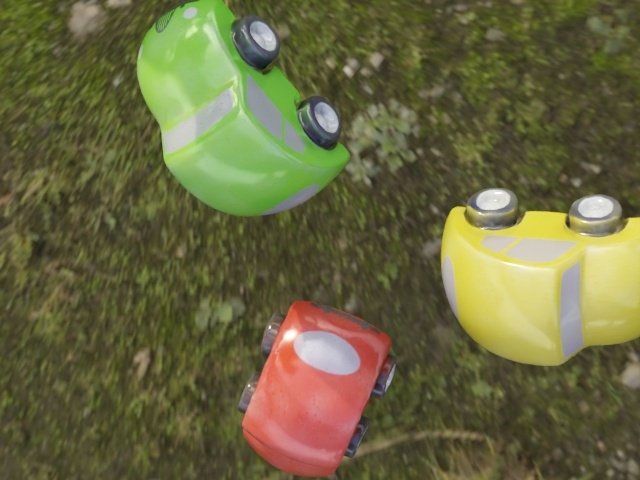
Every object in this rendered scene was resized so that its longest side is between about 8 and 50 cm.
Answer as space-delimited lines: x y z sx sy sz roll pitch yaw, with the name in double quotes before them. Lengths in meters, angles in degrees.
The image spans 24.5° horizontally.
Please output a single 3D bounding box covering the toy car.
"toy car" 0.000 0.000 0.620 0.239 0.053 0.225 -29 110 34
